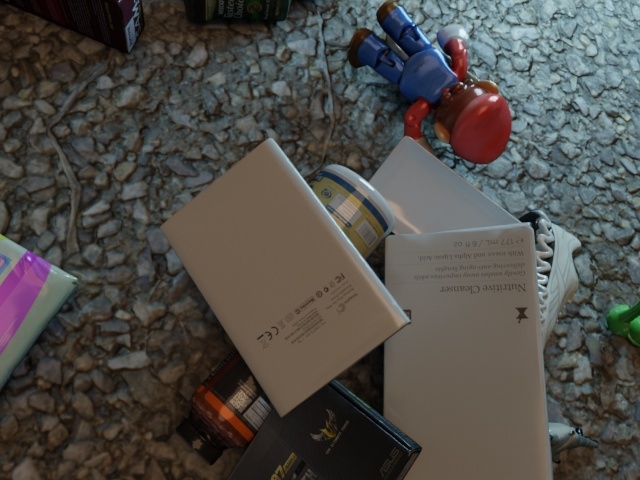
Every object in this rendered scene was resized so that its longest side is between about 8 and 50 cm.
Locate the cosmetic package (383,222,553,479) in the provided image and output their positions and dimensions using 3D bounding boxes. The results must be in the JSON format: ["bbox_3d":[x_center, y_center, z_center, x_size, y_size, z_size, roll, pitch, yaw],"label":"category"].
[{"bbox_3d":[0.207,0.187,0.763,0.217,0.156,0.385,-6,70,20],"label":"cosmetic package"}]

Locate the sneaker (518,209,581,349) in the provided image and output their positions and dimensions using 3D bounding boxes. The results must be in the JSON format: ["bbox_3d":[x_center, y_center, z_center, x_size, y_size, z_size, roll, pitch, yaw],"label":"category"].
[{"bbox_3d":[0.373,0.096,0.900,0.118,0.110,0.292,23,70,-14],"label":"sneaker"}]

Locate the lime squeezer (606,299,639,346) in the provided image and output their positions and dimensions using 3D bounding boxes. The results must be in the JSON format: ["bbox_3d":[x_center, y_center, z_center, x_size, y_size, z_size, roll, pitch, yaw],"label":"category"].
[{"bbox_3d":[0.571,0.144,0.932,0.310,0.110,0.059,28,48,-35],"label":"lime squeezer"}]

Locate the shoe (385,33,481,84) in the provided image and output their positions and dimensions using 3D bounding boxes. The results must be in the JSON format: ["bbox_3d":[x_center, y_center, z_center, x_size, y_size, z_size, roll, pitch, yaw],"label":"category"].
[{"bbox_3d":[0.217,-0.335,1.012,0.219,0.058,0.076,40,70,1],"label":"shoe"}]

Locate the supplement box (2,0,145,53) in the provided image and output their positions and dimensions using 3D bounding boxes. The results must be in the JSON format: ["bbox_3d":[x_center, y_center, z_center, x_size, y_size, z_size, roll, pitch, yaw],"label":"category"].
[{"bbox_3d":[-0.412,-0.408,0.857,0.239,0.130,0.073,22,70,-6],"label":"supplement box"}]

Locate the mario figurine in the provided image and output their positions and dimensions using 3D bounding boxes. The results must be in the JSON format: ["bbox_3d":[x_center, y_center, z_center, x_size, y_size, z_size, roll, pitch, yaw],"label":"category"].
[{"bbox_3d":[0.198,-0.257,0.948,0.320,0.198,0.170,48,43,9],"label":"mario figurine"}]

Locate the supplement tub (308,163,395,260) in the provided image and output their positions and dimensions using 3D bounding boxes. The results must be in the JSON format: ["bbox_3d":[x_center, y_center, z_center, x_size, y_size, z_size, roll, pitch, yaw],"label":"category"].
[{"bbox_3d":[0.000,0.000,0.811,0.144,0.144,0.200,42,79,2],"label":"supplement tub"}]

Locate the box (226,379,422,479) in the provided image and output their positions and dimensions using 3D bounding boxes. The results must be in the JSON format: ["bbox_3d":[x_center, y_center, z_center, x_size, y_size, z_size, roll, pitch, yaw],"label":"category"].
[{"bbox_3d":[-0.008,0.308,0.697,0.183,0.059,0.233,33,87,29],"label":"box"}]

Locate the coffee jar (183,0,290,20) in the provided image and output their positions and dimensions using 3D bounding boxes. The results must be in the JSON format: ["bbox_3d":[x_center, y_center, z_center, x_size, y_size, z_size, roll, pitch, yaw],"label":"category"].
[{"bbox_3d":[-0.148,-0.437,0.942,0.184,0.096,0.079,-6,72,-13],"label":"coffee jar"}]

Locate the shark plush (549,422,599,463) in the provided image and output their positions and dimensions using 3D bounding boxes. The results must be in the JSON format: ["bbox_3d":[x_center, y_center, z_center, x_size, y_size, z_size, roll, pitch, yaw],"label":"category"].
[{"bbox_3d":[0.377,0.329,0.871,0.161,0.073,0.067,5,92,-32],"label":"shark plush"}]

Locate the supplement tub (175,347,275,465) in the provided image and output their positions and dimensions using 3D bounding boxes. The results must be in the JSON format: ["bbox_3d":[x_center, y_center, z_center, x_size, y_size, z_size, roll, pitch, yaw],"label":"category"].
[{"bbox_3d":[-0.107,0.212,0.753,0.106,0.106,0.198,44,70,3],"label":"supplement tub"}]

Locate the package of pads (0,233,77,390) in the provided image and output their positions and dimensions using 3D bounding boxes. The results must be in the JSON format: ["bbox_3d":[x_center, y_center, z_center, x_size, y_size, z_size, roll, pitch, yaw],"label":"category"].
[{"bbox_3d":[-0.506,0.070,0.674,0.296,0.101,0.229,37,68,-19],"label":"package of pads"}]

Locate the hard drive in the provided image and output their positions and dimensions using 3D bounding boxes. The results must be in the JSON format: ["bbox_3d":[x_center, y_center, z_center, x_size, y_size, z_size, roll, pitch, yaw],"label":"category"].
[{"bbox_3d":[-0.055,0.043,0.712,0.203,0.040,0.307,-38,74,6],"label":"hard drive"}]

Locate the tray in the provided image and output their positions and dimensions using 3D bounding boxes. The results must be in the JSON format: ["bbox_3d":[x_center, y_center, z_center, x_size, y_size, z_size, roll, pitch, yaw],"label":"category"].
[{"bbox_3d":[0.206,-0.042,0.917,0.270,0.030,0.145,38,99,0],"label":"tray"}]
